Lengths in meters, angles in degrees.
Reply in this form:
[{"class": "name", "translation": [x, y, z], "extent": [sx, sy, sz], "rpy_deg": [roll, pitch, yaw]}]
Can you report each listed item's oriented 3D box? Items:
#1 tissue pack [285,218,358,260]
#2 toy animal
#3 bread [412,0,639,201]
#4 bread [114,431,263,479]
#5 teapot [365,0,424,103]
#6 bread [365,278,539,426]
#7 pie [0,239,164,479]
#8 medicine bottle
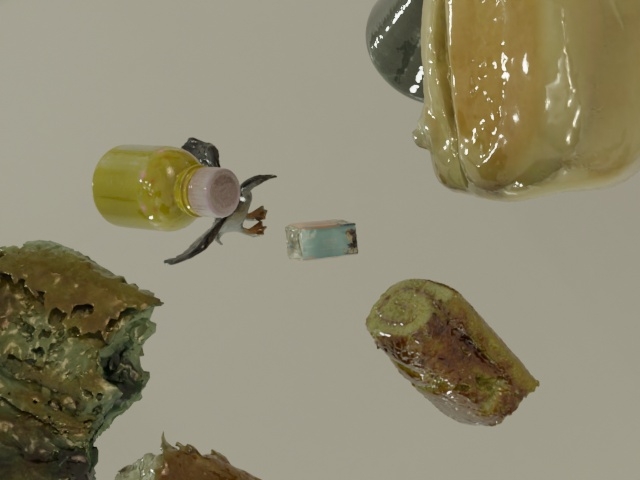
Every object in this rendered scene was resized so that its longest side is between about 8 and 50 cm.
[{"class": "tissue pack", "translation": [0.000, 0.000, 1.908], "extent": [0.074, 0.094, 0.058], "rpy_deg": [-173, 78, -66]}, {"class": "toy animal", "translation": [-0.143, -0.067, 2.094], "extent": [0.160, 0.197, 0.272], "rpy_deg": [47, -150, -54]}, {"class": "bread", "translation": [0.301, -0.247, 1.664], "extent": [0.348, 0.253, 0.375], "rpy_deg": [-3, 95, 60]}, {"class": "bread", "translation": [-0.141, 0.396, 1.431], "extent": [0.279, 0.225, 0.250], "rpy_deg": [31, -137, -30]}, {"class": "teapot", "translation": [0.220, -0.416, 2.073], "extent": [0.344, 0.253, 0.300], "rpy_deg": [113, 146, -63]}, {"class": "bread", "translation": [0.144, 0.128, 1.422], "extent": [0.172, 0.103, 0.132], "rpy_deg": [47, 160, -26]}, {"class": "pie", "translation": [-0.269, 0.149, 0.996], "extent": [0.078, 0.297, 0.371], "rpy_deg": [102, 170, -51]}, {"class": "medicine bottle", "translation": [-0.210, -0.072, 1.759], "extent": [0.213, 0.121, 0.121], "rpy_deg": [6, 140, 40]}]
